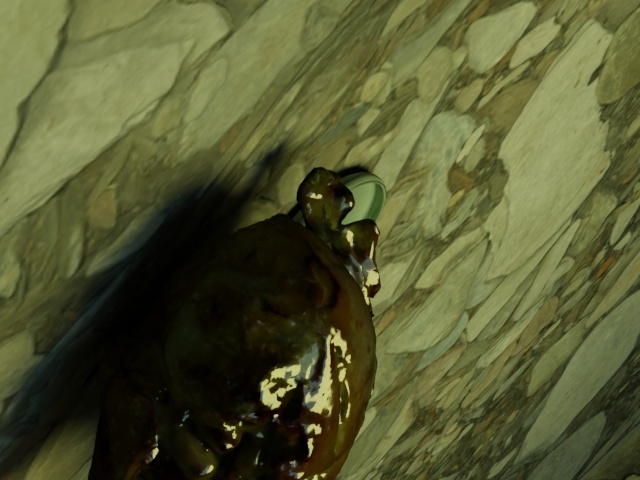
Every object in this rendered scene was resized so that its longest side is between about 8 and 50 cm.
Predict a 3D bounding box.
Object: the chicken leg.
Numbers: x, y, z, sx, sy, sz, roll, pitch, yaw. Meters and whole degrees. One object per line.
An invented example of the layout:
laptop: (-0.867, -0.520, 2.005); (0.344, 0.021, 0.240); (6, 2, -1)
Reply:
chicken leg: (-0.058, 0.133, 1.034); (0.211, 0.140, 0.361); (-34, 156, -36)

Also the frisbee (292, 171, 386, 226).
frisbee: (0.000, 0.000, 1.095); (0.110, 0.014, 0.110); (-41, 160, -19)
